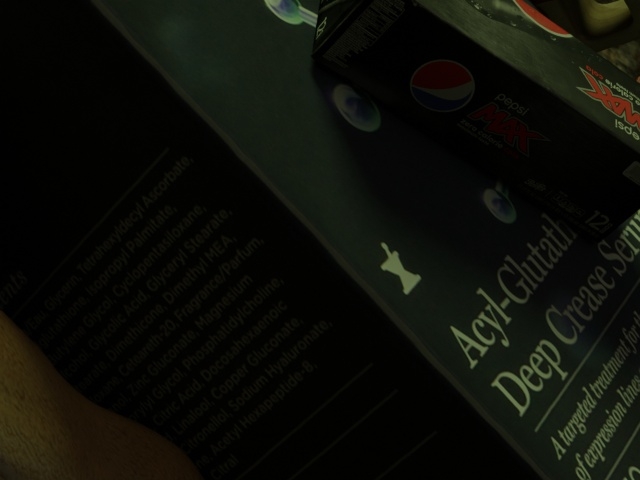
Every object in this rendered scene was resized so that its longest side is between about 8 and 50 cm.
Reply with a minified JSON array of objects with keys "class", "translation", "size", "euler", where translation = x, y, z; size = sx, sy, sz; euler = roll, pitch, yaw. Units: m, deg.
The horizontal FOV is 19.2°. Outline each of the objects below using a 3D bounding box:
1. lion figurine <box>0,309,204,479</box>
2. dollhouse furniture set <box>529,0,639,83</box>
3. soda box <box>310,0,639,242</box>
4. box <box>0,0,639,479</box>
[{"class":"lion figurine","translation":[-0.136,0.075,0.753],"size":[0.392,0.142,0.240],"euler":[58,19,-26]},{"class":"dollhouse furniture set","translation":[0.141,-0.118,1.144],"size":[0.374,0.152,0.201],"euler":[55,39,-24]},{"class":"soda box","translation":[0.079,-0.072,0.848],"size":[0.169,0.053,0.060],"euler":[32,38,-21]},{"class":"box","translation":[0.000,0.000,0.926],"size":[0.395,0.212,0.293],"euler":[46,36,0]}]
